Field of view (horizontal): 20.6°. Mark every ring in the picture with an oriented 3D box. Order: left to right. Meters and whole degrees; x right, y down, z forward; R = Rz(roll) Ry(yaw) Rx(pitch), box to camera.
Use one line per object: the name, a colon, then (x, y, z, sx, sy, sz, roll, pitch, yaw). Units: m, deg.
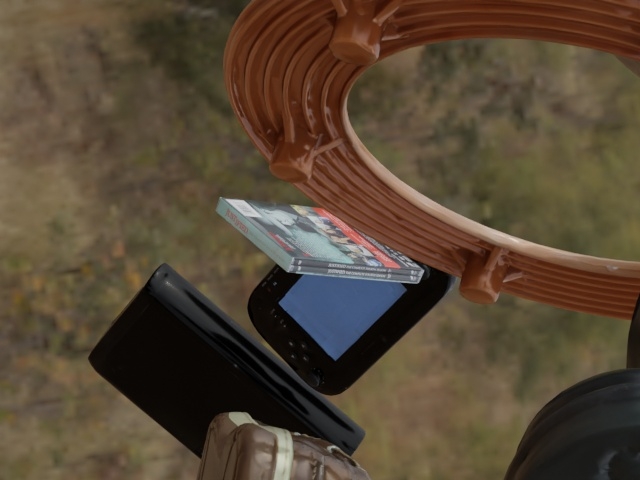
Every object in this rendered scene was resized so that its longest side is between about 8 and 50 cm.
ring: (0.114, -0.027, 0.804, 0.336, 0.337, 0.032, 57, 45, -57)

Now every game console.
game console: (-0.029, 0.069, 1.345, 0.213, 0.361, 0.044, 40, 46, -2)

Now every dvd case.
dvd case: (0.000, 0.000, 1.167, 0.119, 0.087, 0.013, 7, 113, -44)

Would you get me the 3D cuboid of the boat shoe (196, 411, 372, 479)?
boat shoe: (-0.021, 0.157, 1.045, 0.257, 0.095, 0.095, 160, -58, -81)

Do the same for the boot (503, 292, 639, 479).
boot: (0.128, 0.070, 0.599, 0.246, 0.094, 0.207, 55, 26, -37)

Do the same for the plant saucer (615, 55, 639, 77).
plant saucer: (0.269, -0.220, 1.420, 0.278, 0.041, 0.278, 26, 46, -30)
